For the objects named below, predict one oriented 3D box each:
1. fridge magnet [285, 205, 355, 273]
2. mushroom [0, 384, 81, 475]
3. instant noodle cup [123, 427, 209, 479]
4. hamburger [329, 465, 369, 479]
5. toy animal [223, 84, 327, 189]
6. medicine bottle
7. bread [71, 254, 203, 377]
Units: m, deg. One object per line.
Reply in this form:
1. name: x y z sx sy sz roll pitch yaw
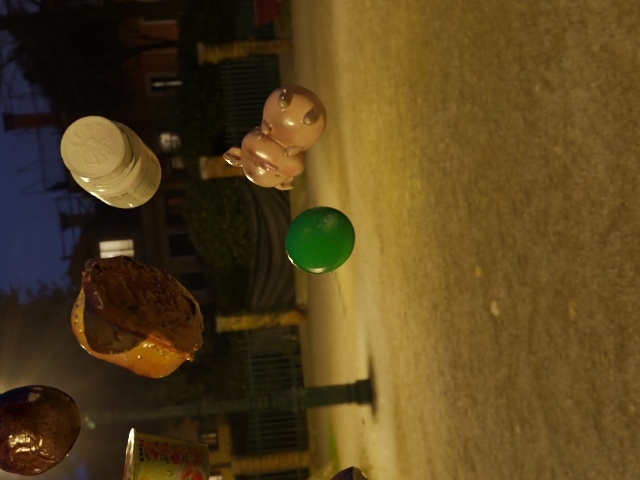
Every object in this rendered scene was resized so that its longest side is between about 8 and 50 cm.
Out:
1. fridge magnet: 0.000 0.000 2.359 0.088 0.208 0.208 59 -158 -66
2. mushroom: -0.623 0.414 1.735 0.231 0.194 0.138 -54 39 25
3. instant noodle cup: -0.399 0.619 2.096 0.264 0.200 0.264 -173 90 -75
4. hamburger: 0.036 0.632 1.878 0.135 0.208 0.155 51 -179 0
5. toy animal: -0.086 -0.222 1.755 0.250 0.166 0.154 -52 0 32
6. medicine bottle: -0.466 -0.175 1.827 0.293 0.170 0.170 87 177 -82
7. bread: -0.487 0.201 2.144 0.204 0.358 0.337 -54 24 14
